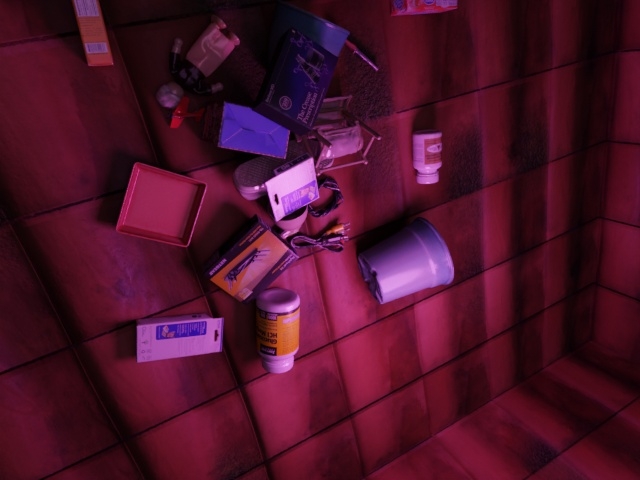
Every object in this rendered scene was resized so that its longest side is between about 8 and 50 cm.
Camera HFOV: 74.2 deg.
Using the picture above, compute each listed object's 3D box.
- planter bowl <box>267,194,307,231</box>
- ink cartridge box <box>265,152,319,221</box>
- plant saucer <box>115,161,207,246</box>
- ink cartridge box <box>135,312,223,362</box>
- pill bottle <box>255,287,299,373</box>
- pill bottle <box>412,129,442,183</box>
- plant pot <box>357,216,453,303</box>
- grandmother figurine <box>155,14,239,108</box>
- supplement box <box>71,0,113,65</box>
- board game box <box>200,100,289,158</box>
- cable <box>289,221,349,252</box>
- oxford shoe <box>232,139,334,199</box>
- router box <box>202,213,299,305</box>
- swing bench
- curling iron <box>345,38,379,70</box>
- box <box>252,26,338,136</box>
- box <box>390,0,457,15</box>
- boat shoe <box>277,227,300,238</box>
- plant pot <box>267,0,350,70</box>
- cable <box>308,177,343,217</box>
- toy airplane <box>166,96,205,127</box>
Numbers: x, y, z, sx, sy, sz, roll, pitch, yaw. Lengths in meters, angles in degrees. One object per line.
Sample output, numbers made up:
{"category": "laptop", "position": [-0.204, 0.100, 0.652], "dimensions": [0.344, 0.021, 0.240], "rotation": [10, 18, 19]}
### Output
{"category": "planter bowl", "position": [-0.126, -0.105, 1.724], "dimensions": [0.162, 0.162, 0.109], "rotation": [-28, 143, -16]}
{"category": "ink cartridge box", "position": [-0.109, -0.198, 1.594], "dimensions": [0.208, 0.045, 0.206], "rotation": [-32, 142, -19]}
{"category": "plant saucer", "position": [-0.577, -0.127, 1.540], "dimensions": [0.258, 0.048, 0.259], "rotation": [15, 101, -30]}
{"category": "ink cartridge box", "position": [-0.566, 0.387, 1.711], "dimensions": [0.332, 0.065, 0.165], "rotation": [0, 107, -25]}
{"category": "pill bottle", "position": [-0.185, 0.392, 1.831], "dimensions": [0.188, 0.188, 0.334], "rotation": [-7, 109, -25]}
{"category": "pill bottle", "position": [0.489, -0.383, 1.939], "dimensions": [0.131, 0.131, 0.229], "rotation": [-15, 113, -22]}
{"category": "plant pot", "position": [0.374, 0.113, 1.955], "dimensions": [0.334, 0.341, 0.341], "rotation": [-24, 116, -9]}
{"category": "grandmother figurine", "position": [-0.422, -0.582, 1.439], "dimensions": [0.208, 0.104, 0.342], "rotation": [43, 89, -18]}
{"category": "supplement box", "position": [-0.694, -0.654, 1.285], "dimensions": [0.080, 0.078, 0.233], "rotation": [-10, 111, -20]}
{"category": "board game box", "position": [-0.266, -0.385, 1.465], "dimensions": [0.232, 0.291, 0.141], "rotation": [5, 104, -28]}
{"category": "cable", "position": [0.000, 0.000, 1.886], "dimensions": [0.287, 0.072, 0.139], "rotation": [-9, 128, -11]}
{"category": "oxford shoe", "position": [-0.147, -0.280, 1.667], "dimensions": [0.449, 0.130, 0.169], "rotation": [-26, 77, -27]}
{"category": "router box", "position": [-0.281, 0.085, 1.710], "dimensions": [0.309, 0.081, 0.243], "rotation": [-43, 121, 6]}
{"category": "swing bench", "position": [0.051, -0.419, 1.650], "dimensions": [0.253, 0.255, 0.165], "rotation": [-18, 155, -30]}
{"category": "curling iron", "position": [0.130, -0.756, 1.684], "dimensions": [0.274, 0.035, 0.068], "rotation": [24, 58, -34]}
{"category": "box", "position": [-0.077, -0.492, 1.330], "dimensions": [0.184, 0.103, 0.261], "rotation": [22, 81, -24]}
{"category": "box", "position": [0.414, -0.986, 1.701], "dimensions": [0.257, 0.122, 0.128], "rotation": [-16, 113, -21]}
{"category": "boat shoe", "position": [-0.161, -0.032, 1.782], "dimensions": [0.152, 0.056, 0.049], "rotation": [-30, 103, -14]}
{"category": "plant pot", "position": [-0.067, -0.663, 1.504], "dimensions": [0.271, 0.272, 0.255], "rotation": [9, 117, -29]}
{"category": "cable", "position": [0.008, -0.182, 1.815], "dimensions": [0.184, 0.047, 0.150], "rotation": [-27, 117, -16]}
{"category": "toy airplane", "position": [-0.463, -0.435, 1.466], "dimensions": [0.151, 0.151, 0.028], "rotation": [-32, 80, -14]}
